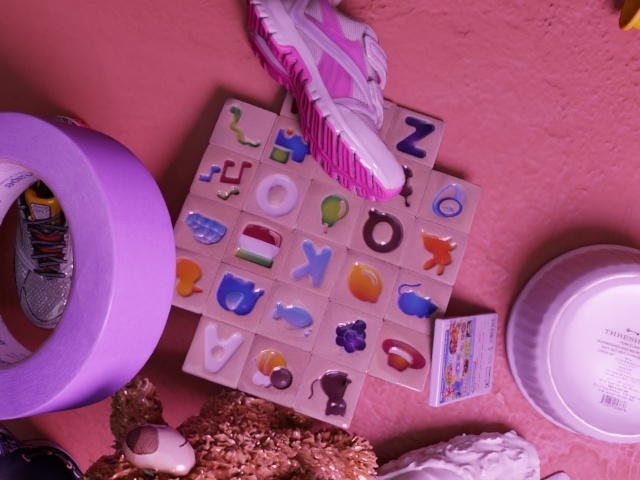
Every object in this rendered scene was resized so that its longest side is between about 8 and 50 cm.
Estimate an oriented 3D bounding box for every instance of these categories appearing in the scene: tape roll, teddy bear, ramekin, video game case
[{"bbox_3d":[-0.271,0.023,0.892,0.275,0.090,0.274,-2,86,28],"label":"tape roll"},{"bbox_3d":[-0.083,0.199,0.882,0.338,0.245,0.113,6,118,-40],"label":"teddy bear"},{"bbox_3d":[0.301,0.109,0.982,0.207,0.109,0.207,0,93,1],"label":"ramekin"},{"bbox_3d":[0.148,0.120,0.987,0.011,0.122,0.087,7,94,35],"label":"video game case"}]

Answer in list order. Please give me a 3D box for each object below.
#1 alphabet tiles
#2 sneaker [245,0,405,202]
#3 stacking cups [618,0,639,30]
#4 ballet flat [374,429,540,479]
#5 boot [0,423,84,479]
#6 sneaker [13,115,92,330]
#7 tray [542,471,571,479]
[{"bbox_3d":[0.000,0.000,0.974,0.285,0.011,0.342,19,72,0],"label":"alphabet tiles"},{"bbox_3d":[0.025,-0.158,0.965,0.111,0.103,0.252,-27,80,-13],"label":"sneaker"},{"bbox_3d":[0.466,-0.192,0.970,0.316,0.096,0.096,25,93,0],"label":"stacking cups"},{"bbox_3d":[0.042,0.315,0.978,0.409,0.147,0.146,-23,92,3],"label":"ballet flat"},{"bbox_3d":[-0.247,0.265,0.920,0.179,0.236,0.085,33,75,24],"label":"boot"},{"bbox_3d":[-0.285,-0.018,0.998,0.088,0.093,0.225,2,93,1],"label":"sneaker"},{"bbox_3d":[0.178,0.374,1.037,0.270,0.030,0.145,-27,93,3],"label":"tray"}]
